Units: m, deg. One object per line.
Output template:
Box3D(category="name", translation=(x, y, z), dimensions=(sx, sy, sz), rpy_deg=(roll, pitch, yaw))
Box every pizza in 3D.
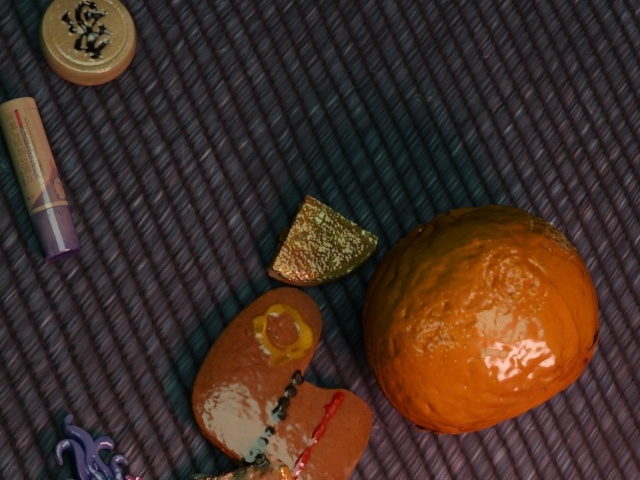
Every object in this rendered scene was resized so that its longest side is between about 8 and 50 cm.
Box3D(category="pizza", translation=(0.000, 0.001, 2.040), dimensions=(0.175, 0.046, 0.134), rpy_deg=(-5, 80, -15))
Box3D(category="pizza", translation=(-0.131, 0.374, 1.901), dimensions=(0.195, 0.052, 0.185), rpy_deg=(6, 110, 4))

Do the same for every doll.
Box3D(category="doll", translation=(-0.307, 0.330, 1.884), dimensions=(0.110, 0.067, 0.206), rpy_deg=(-26, 75, -27))

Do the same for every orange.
Box3D(category="orange", translation=(0.217, 0.102, 1.922), dimensions=(0.340, 0.340, 0.293), rpy_deg=(-27, 91, -18))

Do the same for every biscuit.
Box3D(category="biscuit", translation=(-0.037, 0.221, 1.966), dimensions=(0.277, 0.052, 0.262), rpy_deg=(41, 67, -1))

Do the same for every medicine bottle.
Box3D(category="medicine bottle", translation=(-0.400, -0.087, 1.951), dimensions=(0.059, 0.059, 0.231), rpy_deg=(-18, 83, -17))

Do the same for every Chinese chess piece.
Box3D(category="Chinese chess piece", translation=(-0.341, -0.299, 2.011), dimensions=(0.144, 0.058, 0.144), rpy_deg=(3, 77, -13))

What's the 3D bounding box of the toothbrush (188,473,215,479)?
Box3D(category="toothbrush", translation=(-0.037, 0.368, 1.961), dimensions=(0.307, 0.029, 0.025), rpy_deg=(13, 71, -12))
